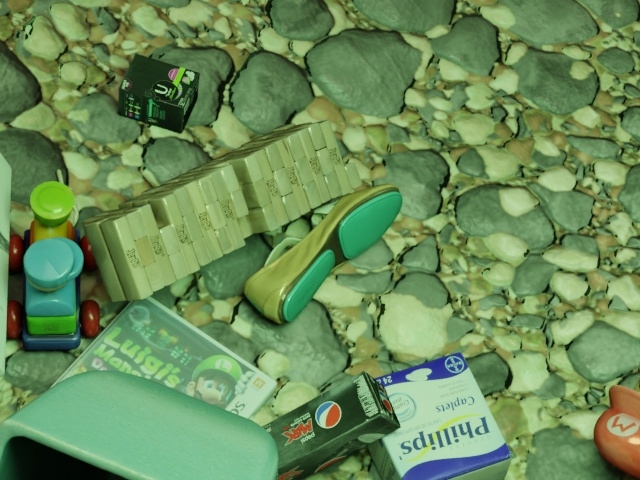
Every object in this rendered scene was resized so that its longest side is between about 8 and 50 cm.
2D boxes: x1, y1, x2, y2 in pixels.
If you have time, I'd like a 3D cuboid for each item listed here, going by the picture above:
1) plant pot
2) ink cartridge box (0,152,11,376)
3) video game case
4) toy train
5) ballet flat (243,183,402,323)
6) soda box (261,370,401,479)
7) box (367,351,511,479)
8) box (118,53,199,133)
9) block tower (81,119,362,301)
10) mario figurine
[{"bbox_3d":[-0.172,0.260,1.611,0.248,0.247,0.252,21,24,6],"label":"plant pot"},{"bbox_3d":[-0.442,0.019,1.790,0.197,0.114,0.273,-11,55,9],"label":"ink cartridge box"},{"bbox_3d":[-0.172,0.164,1.816,0.190,0.022,0.173,33,58,14],"label":"video game case"},{"bbox_3d":[-0.295,-0.017,1.847,0.105,0.143,0.248,0,56,-8],"label":"toy train"},{"bbox_3d":[0.000,0.000,1.921,0.073,0.080,0.232,27,54,30],"label":"ballet flat"},{"bbox_3d":[-0.006,0.203,1.747,0.169,0.060,0.053,-29,60,11],"label":"soda box"},{"bbox_3d":[0.118,0.206,1.798,0.126,0.072,0.137,-16,60,-17],"label":"box"},{"bbox_3d":[-0.195,-0.176,2.024,0.083,0.052,0.062,17,54,5],"label":"box"},{"bbox_3d":[-0.109,-0.040,1.857,0.335,0.091,0.097,-27,103,-39],"label":"block tower"},{"bbox_3d":[0.417,0.135,1.821,0.320,0.198,0.170,-32,78,-30],"label":"mario figurine"}]
